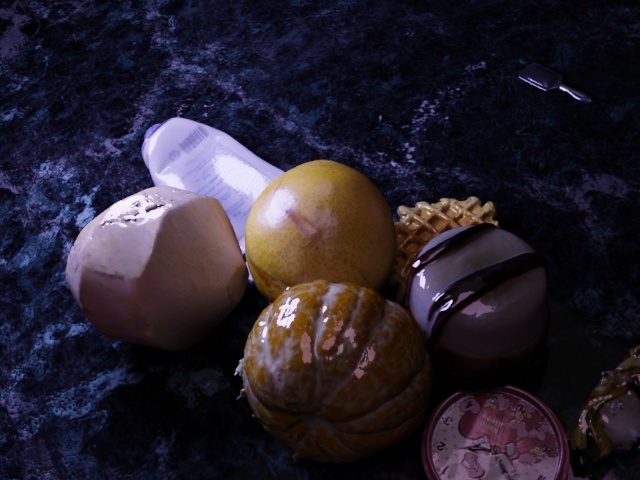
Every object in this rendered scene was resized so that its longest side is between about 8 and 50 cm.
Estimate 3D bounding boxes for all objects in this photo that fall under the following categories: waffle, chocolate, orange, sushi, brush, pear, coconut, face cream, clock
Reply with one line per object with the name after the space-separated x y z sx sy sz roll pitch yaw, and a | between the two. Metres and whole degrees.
0.247 0.018 1.467 0.249 0.056 0.261 -6 56 12 | waffle
0.261 0.094 1.261 0.283 0.186 0.284 -8 53 10 | chocolate
0.026 0.225 1.213 0.329 0.329 0.249 6 36 20 | orange
0.524 0.247 1.175 0.291 0.139 0.131 -30 61 -8 | sushi
0.547 -0.360 1.672 0.063 0.016 0.193 -41 54 -13 | brush
0.000 0.000 1.404 0.314 0.314 0.314 -8 54 11 | pear
-0.308 0.054 1.431 0.352 0.353 0.353 -8 54 11 | coconut
-0.257 -0.156 1.708 0.420 0.137 0.235 34 69 24 | face cream
0.291 0.350 1.215 0.244 0.056 0.244 -7 52 9 | clock
